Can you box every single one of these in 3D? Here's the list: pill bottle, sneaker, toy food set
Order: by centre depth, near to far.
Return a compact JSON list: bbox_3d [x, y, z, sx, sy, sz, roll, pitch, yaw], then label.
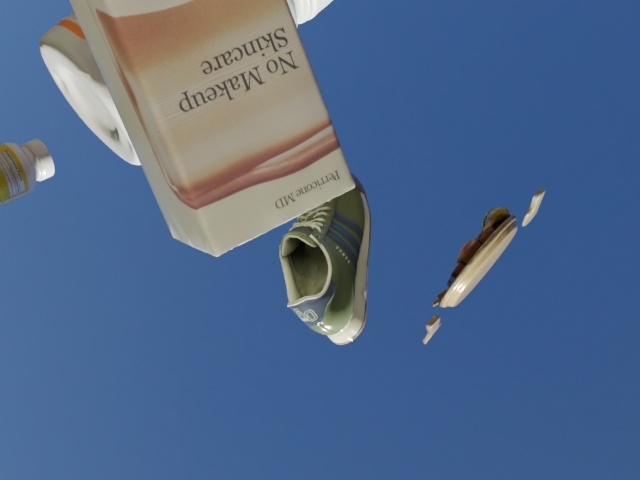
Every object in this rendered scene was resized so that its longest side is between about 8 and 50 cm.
[{"bbox_3d":[0.000,0.000,1.080,0.064,0.086,0.192,-23,-125,35],"label":"sneaker"},{"bbox_3d":[0.158,0.018,1.163,0.038,0.132,0.192,39,-97,12],"label":"toy food set"},{"bbox_3d":[-0.365,-0.072,1.257,0.065,0.116,0.065,35,-40,36],"label":"pill bottle"},{"bbox_3d":[-0.176,-0.307,1.563,0.392,0.224,0.224,-41,-133,-16],"label":"pill bottle"}]

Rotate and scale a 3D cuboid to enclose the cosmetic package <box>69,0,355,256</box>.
[{"bbox_3d":[-0.103,-0.154,0.956,0.153,0.296,0.129,-29,-160,-18],"label":"cosmetic package"}]
